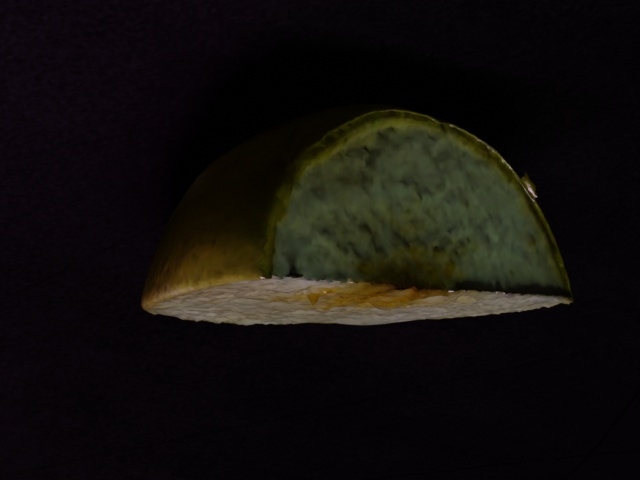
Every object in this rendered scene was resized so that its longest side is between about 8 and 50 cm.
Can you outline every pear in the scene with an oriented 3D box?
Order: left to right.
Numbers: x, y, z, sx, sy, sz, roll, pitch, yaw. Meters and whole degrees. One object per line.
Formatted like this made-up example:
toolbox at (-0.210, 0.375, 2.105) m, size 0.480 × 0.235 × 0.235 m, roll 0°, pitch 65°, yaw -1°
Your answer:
pear at (-0.003, -0.004, 1.388) m, size 0.288 × 0.139 × 0.239 m, roll 5°, pitch 161°, yaw -38°
